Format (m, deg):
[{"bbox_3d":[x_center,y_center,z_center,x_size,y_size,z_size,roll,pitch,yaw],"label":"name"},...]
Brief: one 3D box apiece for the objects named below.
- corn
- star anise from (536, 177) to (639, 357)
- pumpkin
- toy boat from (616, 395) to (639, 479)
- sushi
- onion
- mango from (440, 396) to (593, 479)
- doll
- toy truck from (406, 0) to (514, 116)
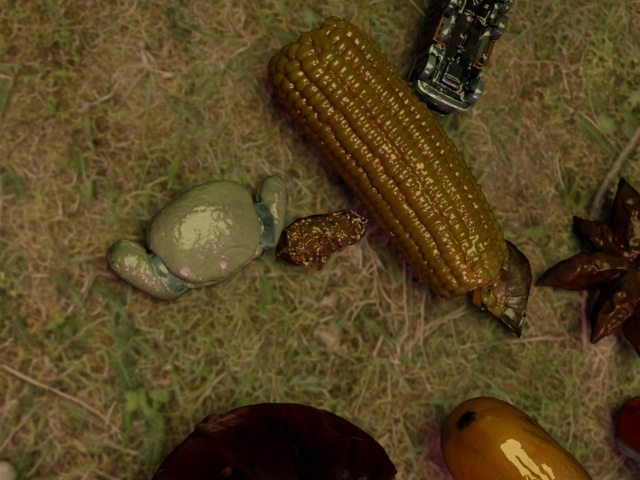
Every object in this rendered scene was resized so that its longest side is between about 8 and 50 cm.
[{"bbox_3d":[0.081,-0.090,1.601,0.131,0.131,0.344,-40,97,-24],"label":"corn"},{"bbox_3d":[0.361,0.044,1.698,0.196,0.111,0.212,-24,95,-17],"label":"star anise"},{"bbox_3d":[0.209,0.054,1.670,0.073,0.035,0.101,27,67,-27],"label":"pumpkin"},{"bbox_3d":[0.514,0.222,1.699,0.331,0.145,0.133,-15,107,-22],"label":"toy boat"},{"bbox_3d":[-0.002,-0.004,1.583,0.118,0.060,0.061,-36,98,-23],"label":"sushi"},{"bbox_3d":[-0.031,0.310,1.407,0.314,0.232,0.314,5,76,-22],"label":"onion"},{"bbox_3d":[0.234,0.269,1.569,0.262,0.157,0.109,46,74,-21],"label":"mango"},{"bbox_3d":[-0.121,-0.005,1.529,0.214,0.071,0.103,-27,88,-21],"label":"doll"},{"bbox_3d":[0.150,-0.227,1.662,0.080,0.115,0.178,26,73,-15],"label":"toy truck"}]
